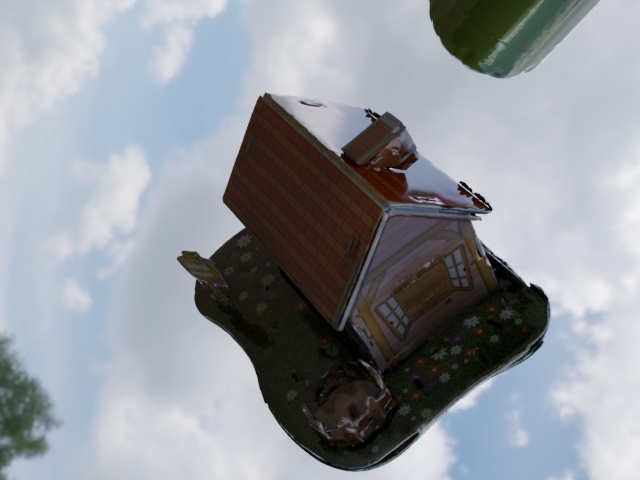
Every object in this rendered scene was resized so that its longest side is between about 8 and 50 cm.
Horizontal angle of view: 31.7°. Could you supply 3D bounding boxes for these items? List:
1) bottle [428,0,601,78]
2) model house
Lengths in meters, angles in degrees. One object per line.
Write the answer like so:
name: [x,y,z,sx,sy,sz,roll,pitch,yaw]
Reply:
bottle: [0.179,-0.228,0.812,0.260,0.112,0.112,131,-32,-55]
model house: [0.001,0.000,0.824,0.207,0.154,0.294,-36,-140,-7]
